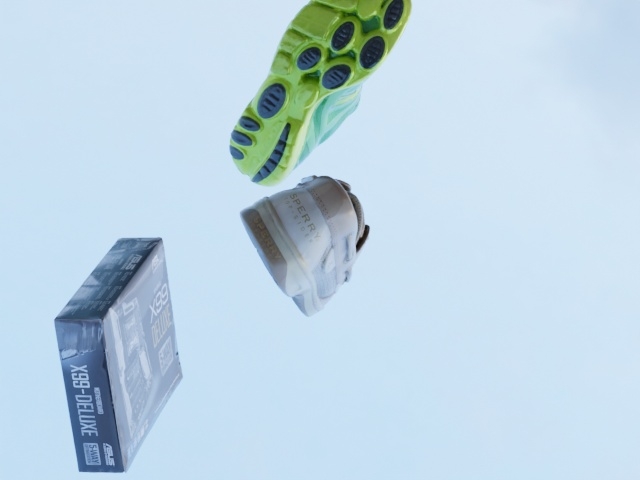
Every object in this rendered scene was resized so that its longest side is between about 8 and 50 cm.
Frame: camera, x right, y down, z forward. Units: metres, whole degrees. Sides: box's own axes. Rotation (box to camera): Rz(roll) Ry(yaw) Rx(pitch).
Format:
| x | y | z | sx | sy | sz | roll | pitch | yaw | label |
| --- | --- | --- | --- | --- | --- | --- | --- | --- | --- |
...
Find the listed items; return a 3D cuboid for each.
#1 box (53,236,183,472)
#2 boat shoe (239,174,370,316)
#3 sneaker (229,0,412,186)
| x | y | z | sx | sy | sz | roll | pitch | yaw | label |
| --- | --- | --- | --- | --- | --- | --- | --- | --- | --- |
| -0.291 | 0.161 | 2.509 | 0.076 | 0.242 | 0.307 | -1 | -159 | 12 | box |
| 0.000 | 0.000 | 1.741 | 0.110 | 0.122 | 0.341 | -31 | 177 | 1 | boat shoe |
| 0.000 | -0.188 | 1.905 | 0.109 | 0.295 | 0.123 | 42 | -146 | 2 | sneaker |
